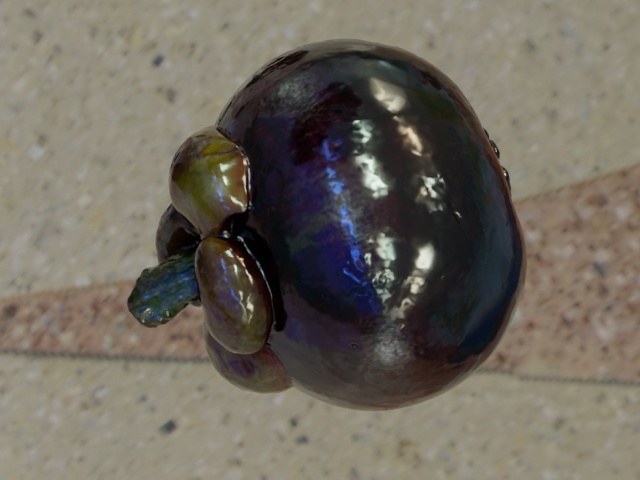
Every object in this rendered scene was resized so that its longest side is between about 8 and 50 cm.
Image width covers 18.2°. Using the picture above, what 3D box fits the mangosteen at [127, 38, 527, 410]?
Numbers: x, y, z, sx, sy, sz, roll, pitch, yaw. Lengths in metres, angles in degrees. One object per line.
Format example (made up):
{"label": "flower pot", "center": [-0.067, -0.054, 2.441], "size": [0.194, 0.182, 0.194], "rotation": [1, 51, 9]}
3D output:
{"label": "mangosteen", "center": [0.000, 0.000, 0.687], "size": [0.140, 0.140, 0.140], "rotation": [11, 63, -24]}
